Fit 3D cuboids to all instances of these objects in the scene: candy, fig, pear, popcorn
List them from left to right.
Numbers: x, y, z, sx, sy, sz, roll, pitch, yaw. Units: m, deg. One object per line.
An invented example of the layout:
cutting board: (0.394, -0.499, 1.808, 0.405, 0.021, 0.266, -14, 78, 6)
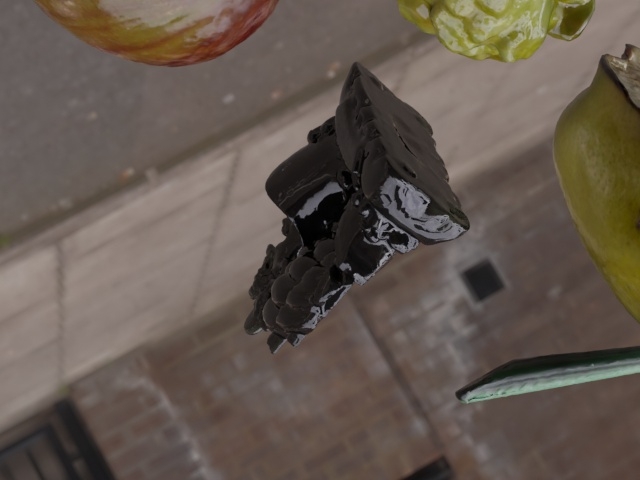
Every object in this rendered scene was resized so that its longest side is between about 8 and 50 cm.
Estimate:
fig: (-0.072, -0.173, 0.937, 0.207, 0.175, 0.175, 20, -153, 36)
popcorn: (0.152, -0.280, 1.285, 0.225, 0.173, 0.286, 2, 120, -60)
candy: (0.206, 0.071, 0.987, 0.323, 0.097, 0.097, -3, 157, -34)
pear: (0.366, 0.009, 1.511, 0.191, 0.386, 0.340, -57, 163, 23)

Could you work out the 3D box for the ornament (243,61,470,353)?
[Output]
ornament: (0.000, 0.000, 1.454, 0.260, 0.106, 0.251, -50, -157, 18)
